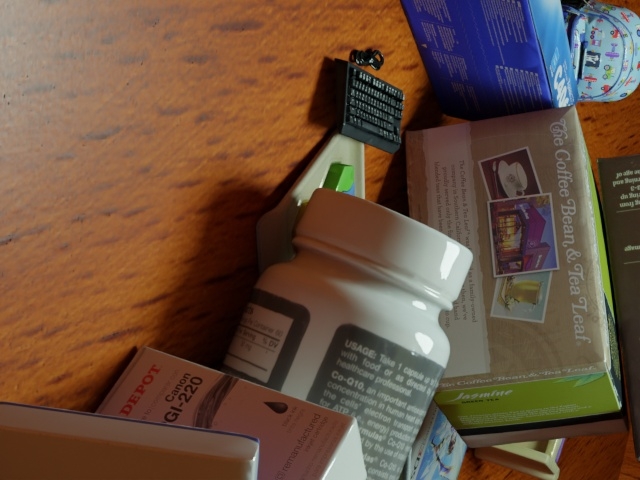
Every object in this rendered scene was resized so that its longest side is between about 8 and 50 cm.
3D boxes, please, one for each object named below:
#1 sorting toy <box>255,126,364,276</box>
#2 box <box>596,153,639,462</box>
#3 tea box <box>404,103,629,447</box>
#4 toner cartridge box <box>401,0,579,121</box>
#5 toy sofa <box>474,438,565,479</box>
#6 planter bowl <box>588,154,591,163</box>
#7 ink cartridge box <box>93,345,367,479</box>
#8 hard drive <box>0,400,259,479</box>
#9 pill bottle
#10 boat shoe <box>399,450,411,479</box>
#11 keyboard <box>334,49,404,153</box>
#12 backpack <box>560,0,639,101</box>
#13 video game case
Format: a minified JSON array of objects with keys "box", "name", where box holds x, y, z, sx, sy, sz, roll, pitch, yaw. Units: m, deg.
[{"box":[0.000,0.000,1.539,0.208,0.038,0.193,-50,147,-45],"name":"sorting toy"},{"box":[0.466,0.078,1.788,0.143,0.191,0.381,35,49,-72],"name":"box"},{"box":[0.249,0.056,1.788,0.323,0.220,0.329,56,29,-62],"name":"tea box"},{"box":[0.199,-0.244,1.682,0.348,0.165,0.075,59,49,-61],"name":"toner cartridge box"},{"box":[0.383,0.215,2.427,0.362,0.150,0.177,-68,156,-15],"name":"toy sofa"},{"box":[0.349,-0.096,2.173,0.217,0.090,0.217,-34,134,-43],"name":"planter bowl"},{"box":[-0.093,0.199,1.216,0.158,0.218,0.092,-57,151,-36],"name":"ink cartridge box"},{"box":[-0.163,0.284,1.124,0.040,0.210,0.318,-73,169,-66],"name":"hard drive"},{"box":[0.002,0.146,1.388,0.361,0.204,0.204,-66,157,-5],"name":"pill bottle"},{"box":[0.096,0.198,1.798,0.118,0.103,0.320,55,49,-62],"name":"boat shoe"},{"box":[0.056,-0.158,1.556,0.180,0.023,0.108,12,76,-69],"name":"keyboard"},{"box":[0.373,-0.268,2.059,0.117,0.173,0.158,-31,133,-59],"name":"backpack"},{"box":[0.150,0.293,2.051,0.244,0.061,0.269,-70,157,-8],"name":"video game case"}]
